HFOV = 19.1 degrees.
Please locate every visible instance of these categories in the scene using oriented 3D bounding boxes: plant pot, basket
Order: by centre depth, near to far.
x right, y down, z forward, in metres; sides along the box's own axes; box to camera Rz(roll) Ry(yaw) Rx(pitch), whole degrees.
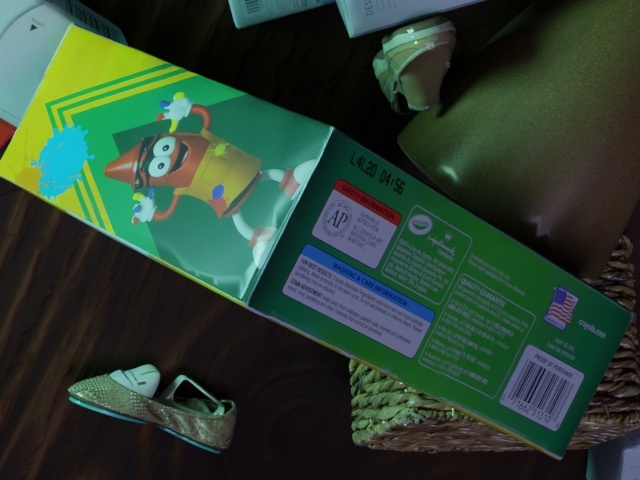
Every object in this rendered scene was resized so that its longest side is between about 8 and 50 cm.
[{"bbox_3d":[0.240,-0.134,1.808,0.237,0.237,0.254,25,107,-33],"label":"plant pot"},{"bbox_3d":[0.183,0.112,2.090,0.299,0.223,0.213,1,164,-18],"label":"basket"}]

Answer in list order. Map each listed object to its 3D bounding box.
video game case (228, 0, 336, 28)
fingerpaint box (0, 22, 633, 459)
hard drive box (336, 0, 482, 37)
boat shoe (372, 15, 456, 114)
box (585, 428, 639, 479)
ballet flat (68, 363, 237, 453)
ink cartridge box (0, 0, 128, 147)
[{"bbox_3d":[-0.006,-0.301,1.700,0.193,0.023,0.212,-16,133,-2],"label":"video game case"},{"bbox_3d":[0.000,0.000,1.689,0.445,0.371,0.163,29,87,-44],"label":"fingerpaint box"},{"bbox_3d":[0.112,-0.298,1.657,0.232,0.089,0.181,-16,134,-3],"label":"hard drive box"},{"bbox_3d":[0.093,-0.156,1.759,0.068,0.072,0.190,-13,175,-5],"label":"boat shoe"},{"bbox_3d":[0.421,0.249,2.267,0.181,0.119,0.182,-10,133,-7],"label":"box"},{"bbox_3d":[-0.177,0.171,2.068,0.206,0.073,0.067,22,95,-35],"label":"ballet flat"},{"bbox_3d":[-0.319,-0.149,1.727,0.189,0.066,0.232,31,113,-36],"label":"ink cartridge box"}]
